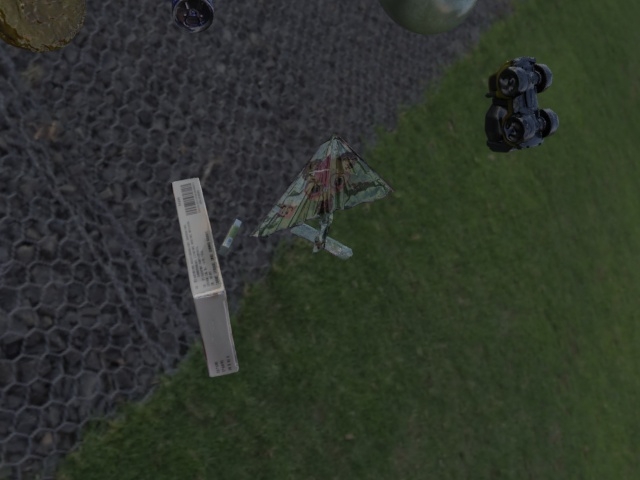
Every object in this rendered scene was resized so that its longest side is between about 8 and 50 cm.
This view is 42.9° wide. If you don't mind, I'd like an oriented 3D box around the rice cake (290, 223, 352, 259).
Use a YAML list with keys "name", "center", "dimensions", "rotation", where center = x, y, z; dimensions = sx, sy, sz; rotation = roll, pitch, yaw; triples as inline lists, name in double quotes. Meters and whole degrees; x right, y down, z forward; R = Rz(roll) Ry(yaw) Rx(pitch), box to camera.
- name: "rice cake"
  center: [0.000, 0.000, 1.912]
  dimensions: [0.043, 0.211, 0.034]
  rotation: [19, 96, -38]

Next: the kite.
- name: "kite"
  center: [0.009, -0.082, 1.470]
  dimensions: [0.323, 0.013, 0.267]
  rotation: [-20, 136, -27]

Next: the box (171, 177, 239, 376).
- name: "box"
  center: [-0.228, 0.064, 1.587]
  dimensions: [0.353, 0.069, 0.214]
  rotation: [-109, -168, -49]

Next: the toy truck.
- name: "toy truck"
  center: [0.466, -0.327, 1.980]
  dimensions: [0.147, 0.165, 0.224]
  rotation: [-17, 103, -39]

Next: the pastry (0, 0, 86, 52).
- name: "pastry"
  center: [-0.545, -0.452, 1.545]
  dimensions: [0.189, 0.103, 0.188]
  rotation: [-7, 104, -32]

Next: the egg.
- name: "egg"
  center: [0.259, -0.652, 2.018]
  dimensions: [0.258, 0.258, 0.352]
  rotation: [39, 18, -41]

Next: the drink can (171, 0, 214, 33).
- name: "drink can"
  center: [-0.297, -0.579, 1.870]
  dimensions: [0.097, 0.097, 0.235]
  rotation: [40, 28, -40]

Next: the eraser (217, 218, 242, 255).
- name: "eraser"
  center: [-0.202, -0.007, 1.816]
  dimensions: [0.019, 0.038, 0.083]
  rotation: [29, 51, -9]
